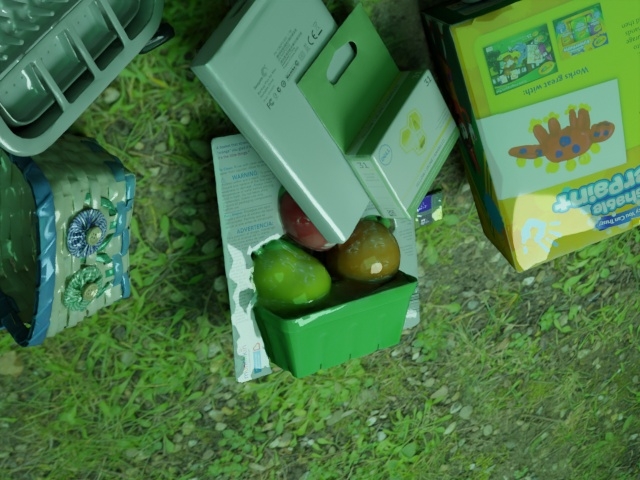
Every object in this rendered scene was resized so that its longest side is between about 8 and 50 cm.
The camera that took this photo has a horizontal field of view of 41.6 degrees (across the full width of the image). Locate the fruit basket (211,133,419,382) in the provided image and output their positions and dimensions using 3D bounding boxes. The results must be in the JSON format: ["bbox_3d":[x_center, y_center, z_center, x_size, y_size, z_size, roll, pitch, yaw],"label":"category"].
[{"bbox_3d":[0.000,0.000,1.219,0.327,0.165,0.353,-15,105,-30],"label":"fruit basket"}]

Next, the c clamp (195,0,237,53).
[{"bbox_3d":[-0.090,-0.313,1.027,0.137,0.022,0.160,-15,125,-22],"label":"c clamp"}]

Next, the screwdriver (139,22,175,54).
[{"bbox_3d":[-0.249,-0.211,1.006,0.170,0.024,0.025,-34,102,-4],"label":"screwdriver"}]

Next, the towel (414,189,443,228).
[{"bbox_3d":[0.161,-0.045,1.349,0.083,0.009,0.060,-18,126,-18],"label":"towel"}]

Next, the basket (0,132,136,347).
[{"bbox_3d":[-0.361,-0.007,0.953,0.289,0.201,0.254,-13,126,-34],"label":"basket"}]

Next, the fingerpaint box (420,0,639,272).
[{"bbox_3d":[0.410,-0.214,1.179,0.445,0.163,0.371,-22,114,0],"label":"fingerpaint box"}]

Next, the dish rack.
[{"bbox_3d":[-0.302,-0.282,0.817,0.285,0.072,0.333,-57,147,-31],"label":"dish rack"}]

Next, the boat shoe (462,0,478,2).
[{"bbox_3d":[0.262,-0.464,1.085,0.119,0.121,0.335,38,87,-31],"label":"boat shoe"}]

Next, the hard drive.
[{"bbox_3d":[-0.013,-0.171,1.055,0.307,0.040,0.203,52,56,-36],"label":"hard drive"}]

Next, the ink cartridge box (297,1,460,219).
[{"bbox_3d":[0.085,-0.167,1.095,0.171,0.056,0.235,-57,132,-28],"label":"ink cartridge box"}]
